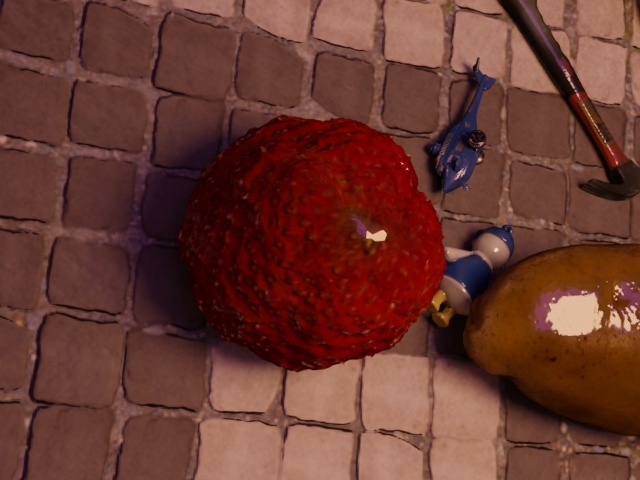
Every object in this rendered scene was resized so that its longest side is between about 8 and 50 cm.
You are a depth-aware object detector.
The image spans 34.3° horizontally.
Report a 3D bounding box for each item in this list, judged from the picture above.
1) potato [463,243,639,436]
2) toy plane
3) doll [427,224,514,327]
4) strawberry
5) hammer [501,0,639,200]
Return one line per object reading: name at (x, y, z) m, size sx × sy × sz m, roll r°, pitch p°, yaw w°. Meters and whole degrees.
potato at (0.329, 0.105, 1.119) m, size 0.369 × 0.195 × 0.176 m, roll 12°, pitch 43°, yaw -18°
toy plane at (0.163, -0.127, 1.175) m, size 0.062 × 0.054 × 0.167 m, roll 18°, pitch 72°, yaw 12°
doll at (0.168, 0.032, 1.136) m, size 0.143 × 0.057 × 0.099 m, roll -47°, pitch 118°, yaw -22°
strawberry at (0.000, 0.000, 0.970) m, size 0.257 × 0.277 × 0.257 m, roll 3°, pitch 79°, yaw -15°
hammer at (0.305, -0.176, 1.241) m, size 0.111 × 0.033 × 0.288 m, roll -30°, pitch 89°, yaw -23°
